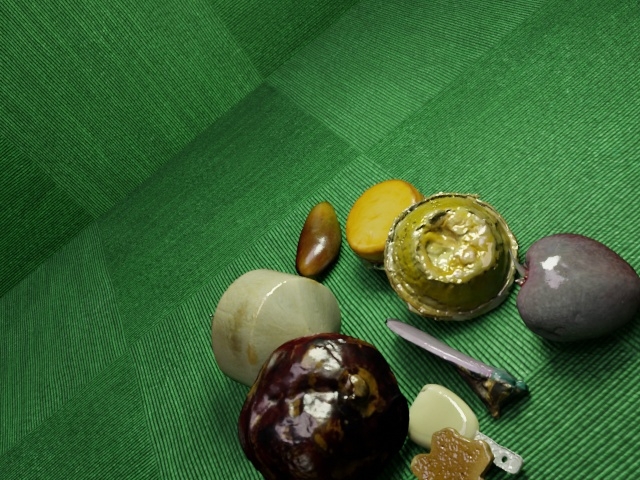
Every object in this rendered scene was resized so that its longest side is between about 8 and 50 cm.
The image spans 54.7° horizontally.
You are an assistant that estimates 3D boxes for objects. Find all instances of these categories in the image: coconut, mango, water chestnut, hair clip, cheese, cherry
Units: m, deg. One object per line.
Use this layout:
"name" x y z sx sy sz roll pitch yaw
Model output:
"coconut" -0.096 0.217 1.478 0.323 0.323 0.323 -23 40 20
"mango" 0.000 0.000 1.765 0.133 0.111 0.267 -29 36 39
"water chestnut" -0.014 0.357 1.264 0.347 0.335 0.335 -16 39 54
"hair clip" 0.259 0.241 1.299 0.110 0.095 0.359 -22 36 -31
"cheese" 0.277 0.374 1.192 0.251 0.054 0.127 19 69 48
"cherry" 0.483 0.093 1.201 0.266 0.183 0.213 7 69 29

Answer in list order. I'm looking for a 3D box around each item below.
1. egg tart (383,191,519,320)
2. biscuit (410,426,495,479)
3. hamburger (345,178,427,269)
"egg tart" 0.291 0.028 1.373 0.315 0.120 0.315 -2 74 6
"biscuit" 0.230 0.460 1.127 0.166 0.036 0.225 11 73 38
"hamburger" 0.190 -0.025 1.584 0.246 0.170 0.246 -27 45 31
